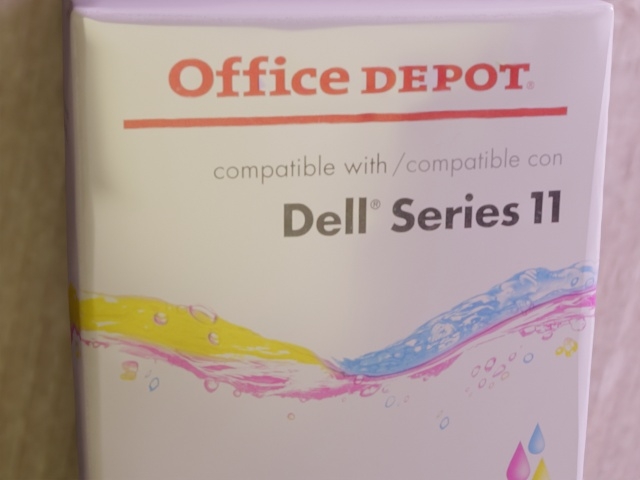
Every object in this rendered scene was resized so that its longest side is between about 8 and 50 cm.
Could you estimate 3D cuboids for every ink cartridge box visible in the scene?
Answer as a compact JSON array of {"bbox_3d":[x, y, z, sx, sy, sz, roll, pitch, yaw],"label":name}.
[{"bbox_3d":[0.000,0.000,0.554,0.207,0.119,0.353,-3,106,-10],"label":"ink cartridge box"}]
